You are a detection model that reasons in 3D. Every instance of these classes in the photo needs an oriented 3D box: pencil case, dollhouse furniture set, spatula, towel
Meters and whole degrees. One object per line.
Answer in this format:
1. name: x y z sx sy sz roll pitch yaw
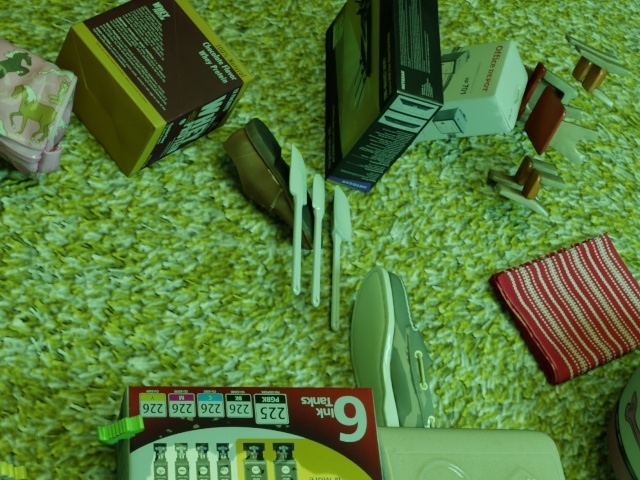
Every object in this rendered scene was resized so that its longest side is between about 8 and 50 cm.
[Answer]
1. pencil case: -0.508 -0.215 1.791 0.386 0.160 0.167 21 82 -16
2. dollhouse furniture set: 0.351 -0.208 2.204 0.135 0.262 0.259 25 18 -10
3. spatula: 0.000 0.000 1.964 0.168 0.019 0.242 47 35 -49
4. towel: 0.408 0.101 2.159 0.275 0.031 0.199 -18 71 -36

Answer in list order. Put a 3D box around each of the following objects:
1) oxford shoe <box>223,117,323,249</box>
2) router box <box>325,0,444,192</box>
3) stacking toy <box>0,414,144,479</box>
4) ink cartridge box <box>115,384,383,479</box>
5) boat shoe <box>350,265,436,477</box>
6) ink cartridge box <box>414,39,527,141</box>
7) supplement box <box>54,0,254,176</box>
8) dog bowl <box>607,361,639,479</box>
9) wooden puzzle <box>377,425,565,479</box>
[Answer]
1. oxford shoe: -0.067 -0.070 1.997 0.212 0.076 0.076 59 17 -2
2. router box: 0.091 -0.266 2.087 0.081 0.243 0.309 14 54 -20
3. stacking toy: -0.287 0.308 1.555 0.052 0.221 0.167 37 34 -58
4. ink cartridge box: -0.084 0.322 1.655 0.309 0.130 0.272 1 60 -14
5. boat shoe: 0.106 0.183 1.898 0.091 0.109 0.305 9 63 -24
6. ink cartridge box: 0.214 -0.233 2.166 0.082 0.190 0.140 59 38 -38
7. supplement box: -0.241 -0.230 1.959 0.194 0.129 0.191 -34 79 -38
8. dog bowl: 0.595 0.320 2.001 0.408 0.150 0.408 20 42 -19
9. wooden puzzle: 0.213 0.408 1.773 0.322 0.080 0.348 8 57 -38
